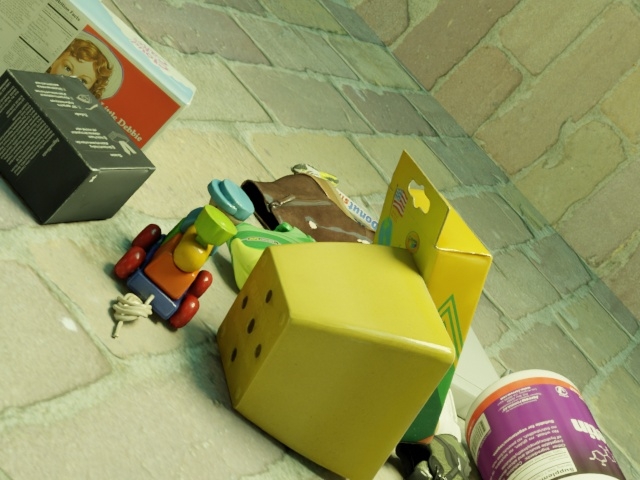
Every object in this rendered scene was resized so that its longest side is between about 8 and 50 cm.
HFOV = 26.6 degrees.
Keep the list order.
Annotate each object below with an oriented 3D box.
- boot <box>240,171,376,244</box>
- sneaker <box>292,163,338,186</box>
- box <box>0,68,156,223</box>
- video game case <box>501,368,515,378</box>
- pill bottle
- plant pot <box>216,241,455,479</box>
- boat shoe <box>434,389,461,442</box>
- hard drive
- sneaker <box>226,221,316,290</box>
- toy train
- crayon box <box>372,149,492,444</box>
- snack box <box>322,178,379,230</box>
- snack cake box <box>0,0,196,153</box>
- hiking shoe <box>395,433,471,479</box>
[{"bbox_3d":[0.000,0.000,2.075,0.207,0.090,0.248,-7,55,-54],"label":"boot"},{"bbox_3d":[-0.012,-0.103,2.329,0.083,0.035,0.031,23,30,-2],"label":"sneaker"},{"bbox_3d":[-0.298,-0.107,1.551,0.158,0.093,0.156,48,17,11],"label":"box"},{"bbox_3d":[0.371,0.312,2.286,0.190,0.022,0.173,46,17,1],"label":"video game case"},{"bbox_3d":[0.320,0.335,1.838,0.181,0.181,0.323,36,20,-30],"label":"pill bottle"},{"bbox_3d":[-0.001,0.123,1.564,0.187,0.212,0.212,18,28,-25],"label":"plant pot"},{"bbox_3d":[0.129,0.186,1.893,0.096,0.098,0.277,33,31,-38],"label":"boat shoe"},{"bbox_3d":[0.188,0.152,2.179,0.233,0.047,0.353,32,21,-38],"label":"hard drive"},{"bbox_3d":[-0.018,0.032,1.863,0.295,0.109,0.123,22,33,-53],"label":"sneaker"},{"bbox_3d":[-0.151,0.020,1.516,0.105,0.143,0.248,43,17,-8],"label":"toy train"},{"bbox_3d":[0.120,0.069,1.708,0.081,0.319,0.202,8,23,-18],"label":"crayon box"},{"bbox_3d":[0.048,-0.041,2.270,0.178,0.064,0.022,38,62,-24],"label":"snack box"},{"bbox_3d":[-0.304,-0.216,1.686,0.264,0.152,0.089,42,17,-13],"label":"snack cake box"},{"bbox_3d":[0.152,0.325,1.671,0.114,0.086,0.227,15,26,-34],"label":"hiking shoe"}]
